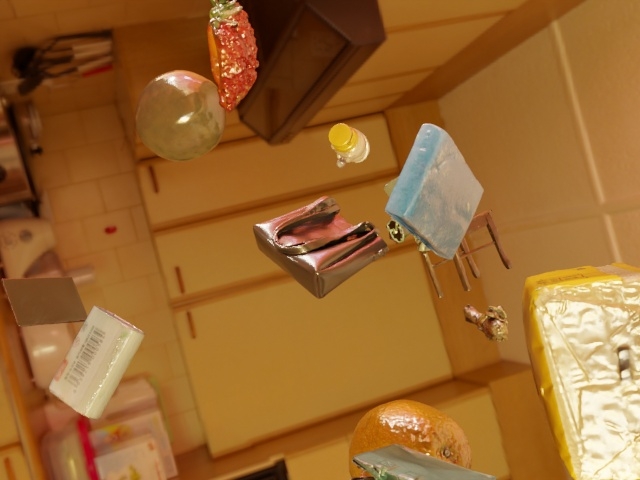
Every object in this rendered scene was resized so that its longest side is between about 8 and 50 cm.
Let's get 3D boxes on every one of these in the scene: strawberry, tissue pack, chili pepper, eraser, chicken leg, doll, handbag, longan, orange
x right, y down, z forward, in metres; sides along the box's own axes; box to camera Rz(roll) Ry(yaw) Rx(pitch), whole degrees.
[{"bbox_3d":[-0.153,-0.334,1.262,0.140,0.085,0.192,119,-41,-69],"label":"strawberry"},{"bbox_3d":[0.460,0.191,1.174,0.382,0.229,0.293,-4,81,-75],"label":"tissue pack"},{"bbox_3d":[0.319,-0.056,2.551,0.059,0.227,0.088,-15,-86,38],"label":"chili pepper"},{"bbox_3d":[-0.537,0.290,1.722,0.174,0.226,0.081,23,-9,32],"label":"eraser"},{"bbox_3d":[0.535,0.263,2.289,0.125,0.081,0.196,65,-16,-5],"label":"chicken leg"},{"bbox_3d":[0.056,-0.180,1.419,0.127,0.073,0.084,28,81,-65],"label":"doll"},{"bbox_3d":[0.223,0.538,1.561,0.274,0.269,0.100,17,86,-65],"label":"handbag"},{"bbox_3d":[0.190,-0.065,1.134,0.043,0.144,0.312,24,-3,26],"label":"eraser"},{"bbox_3d":[-0.292,-0.262,1.508,0.220,0.197,0.196,-153,-130,-65],"label":"longan"},{"bbox_3d":[0.245,0.597,1.968,0.357,0.322,0.321,-40,-115,58],"label":"orange"},{"bbox_3d":[0.000,0.000,1.819,0.285,0.257,0.113,36,-38,40],"label":"handbag"}]

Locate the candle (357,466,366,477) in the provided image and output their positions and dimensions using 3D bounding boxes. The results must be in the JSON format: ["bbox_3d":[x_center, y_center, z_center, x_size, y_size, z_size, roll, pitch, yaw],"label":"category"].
[{"bbox_3d":[0.116,0.634,1.811,0.026,0.021,0.167,-10,-84,49],"label":"candle"}]

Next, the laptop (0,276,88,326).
[{"bbox_3d":[-0.670,0.149,1.748,0.016,0.197,0.135,-40,-114,28],"label":"laptop"}]

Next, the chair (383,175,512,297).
[{"bbox_3d":[0.315,-0.036,1.787,0.160,0.186,0.318,-27,-93,62],"label":"chair"}]
